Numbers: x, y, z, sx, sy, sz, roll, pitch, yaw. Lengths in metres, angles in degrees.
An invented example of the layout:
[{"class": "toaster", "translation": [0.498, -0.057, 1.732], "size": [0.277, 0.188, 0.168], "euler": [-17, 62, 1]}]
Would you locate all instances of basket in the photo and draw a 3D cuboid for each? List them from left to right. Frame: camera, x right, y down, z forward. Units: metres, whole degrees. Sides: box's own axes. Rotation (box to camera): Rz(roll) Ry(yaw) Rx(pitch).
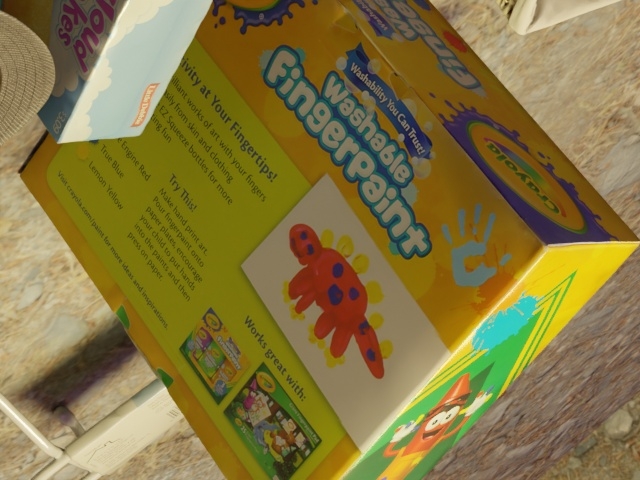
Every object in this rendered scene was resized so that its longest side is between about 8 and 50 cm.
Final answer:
[{"class": "basket", "translation": [0.250, -0.300, 1.757], "size": [0.167, 0.103, 0.113], "euler": [-21, 150, -28]}]

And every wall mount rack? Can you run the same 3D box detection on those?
[{"class": "wall mount rack", "translation": [-0.229, 0.138, 1.868], "size": [0.350, 0.130, 0.304], "euler": [-38, 158, 1]}]

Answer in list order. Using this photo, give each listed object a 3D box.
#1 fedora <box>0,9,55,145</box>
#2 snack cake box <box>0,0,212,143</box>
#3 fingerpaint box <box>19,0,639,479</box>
[{"class": "fedora", "translation": [-0.346, -0.127, 1.268], "size": [0.275, 0.124, 0.244], "euler": [-35, 153, 15]}, {"class": "snack cake box", "translation": [-0.157, -0.220, 1.320], "size": [0.089, 0.152, 0.264], "euler": [-10, 143, -43]}, {"class": "fingerpaint box", "translation": [-0.009, -0.029, 1.489], "size": [0.163, 0.445, 0.371], "euler": [-2, 137, -52]}]
